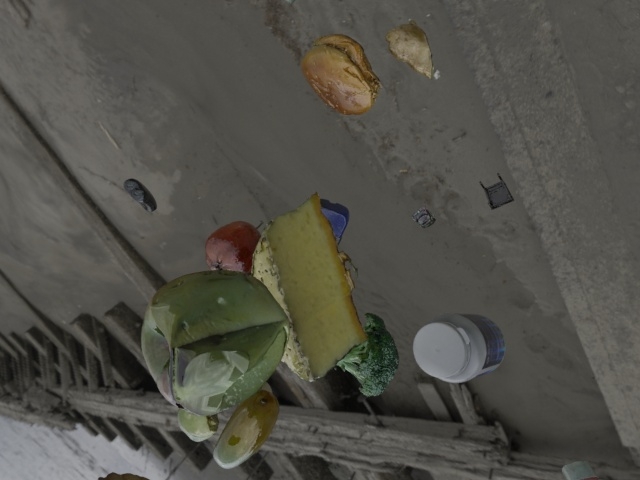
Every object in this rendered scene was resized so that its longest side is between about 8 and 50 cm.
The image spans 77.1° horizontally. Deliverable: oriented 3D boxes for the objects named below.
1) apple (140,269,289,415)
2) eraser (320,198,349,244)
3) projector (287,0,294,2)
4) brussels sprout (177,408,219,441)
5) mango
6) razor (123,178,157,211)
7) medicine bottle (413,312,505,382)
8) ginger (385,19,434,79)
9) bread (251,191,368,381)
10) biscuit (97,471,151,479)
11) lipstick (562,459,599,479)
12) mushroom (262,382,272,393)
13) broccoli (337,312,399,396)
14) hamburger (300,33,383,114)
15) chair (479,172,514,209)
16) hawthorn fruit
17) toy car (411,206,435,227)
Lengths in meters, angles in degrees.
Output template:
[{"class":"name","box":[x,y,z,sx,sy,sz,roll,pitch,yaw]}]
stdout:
[{"class":"apple","box":[-0.162,0.150,0.618,0.174,0.189,0.207,-36,72,47]},{"class":"eraser","box":[0.000,0.000,1.660,0.155,0.101,0.332,19,118,-10]},{"class":"projector","box":[-0.081,-0.702,0.921,0.177,0.163,0.242,22,170,-20]},{"class":"brussels sprout","box":[-0.407,0.574,1.314,0.149,0.122,0.151,66,173,-32]},{"class":"mango","box":[-0.161,0.407,0.859,0.092,0.130,0.194,38,110,5]},{"class":"razor","box":[-0.596,-0.149,1.345,0.090,0.054,0.148,50,168,7]},{"class":"medicine bottle","box":[0.228,0.174,0.660,0.107,0.192,0.106,-8,76,36]},{"class":"ginger","box":[0.278,-0.576,1.238,0.115,0.123,0.193,119,128,-72]},{"class":"bread","box":[-0.008,0.112,0.920,0.279,0.248,0.315,39,137,26]},{"class":"biscuit","box":[-0.297,0.466,0.682,0.183,0.061,0.118,25,168,19]},{"class":"lipstick","box":[0.616,0.594,0.885,0.063,0.186,0.057,-14,124,5]},{"class":"mushroom","box":[-0.247,0.569,1.467,0.123,0.154,0.154,-34,101,15]},{"class":"broccoli","box":[0.119,0.378,1.293,0.269,0.254,0.268,3,113,6]},{"class":"hamburger","box":[0.077,-0.579,1.432,0.290,0.170,0.314,39,175,-36]},{"class":"chair","box":[0.673,-0.173,1.517,0.084,0.213,0.101,-24,72,27]},{"class":"hawthorn fruit","box":[-0.216,-0.003,1.187,0.165,0.285,0.165,14,123,22]},{"class":"toy car","box":[0.415,-0.087,1.601,0.069,0.142,0.055,-36,59,18]}]
